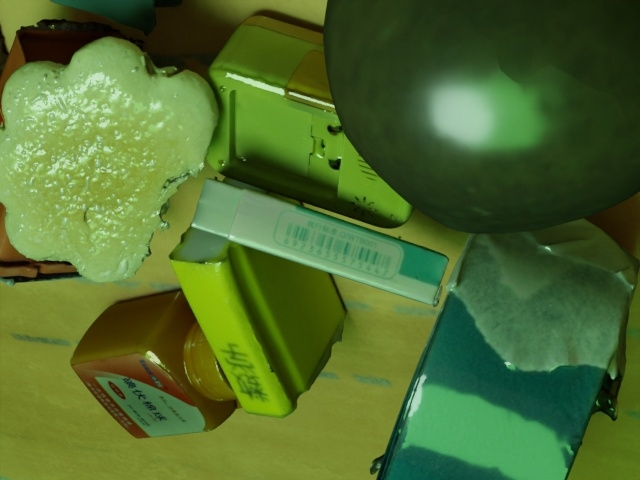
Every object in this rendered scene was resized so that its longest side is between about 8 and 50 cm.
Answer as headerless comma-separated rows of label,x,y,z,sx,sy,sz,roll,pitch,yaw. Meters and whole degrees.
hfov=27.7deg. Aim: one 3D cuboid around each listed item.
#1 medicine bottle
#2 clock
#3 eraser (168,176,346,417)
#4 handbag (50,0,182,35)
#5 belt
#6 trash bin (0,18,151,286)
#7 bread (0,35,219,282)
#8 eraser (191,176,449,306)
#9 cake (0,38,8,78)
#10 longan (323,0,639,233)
medicine bottle,-0.163,0.142,1.504,0.222,0.112,0.149,-13,124,41
clock,0.003,-0.106,1.156,0.202,0.096,0.143,19,137,12
eraser,-0.057,0.051,1.309,0.069,0.158,0.226,0,132,29
handbag,-0.201,-0.294,1.127,0.144,0.057,0.221,19,141,26
belt,0.157,0.160,1.176,0.173,0.300,0.437,23,137,7
trash bin,-0.242,-0.084,1.275,0.184,0.161,0.239,-2,138,-31
bread,-0.208,-0.068,1.149,0.181,0.039,0.251,24,124,-15
eraser,0.000,0.000,1.163,0.225,0.052,0.095,18,-178,-2
cake,-0.393,-0.203,1.306,0.116,0.113,0.295,11,132,23
longan,0.143,-0.145,0.922,0.300,0.243,0.300,2,99,14
